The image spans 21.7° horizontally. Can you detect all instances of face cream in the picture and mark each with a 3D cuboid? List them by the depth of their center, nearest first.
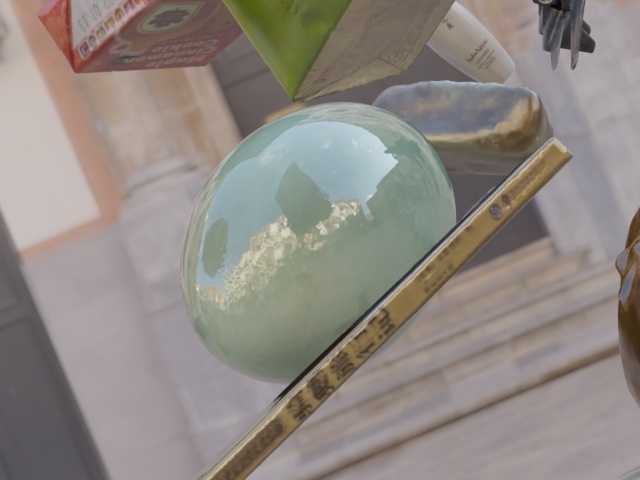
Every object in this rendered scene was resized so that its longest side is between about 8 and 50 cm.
[{"bbox_3d":[0.186,-0.282,2.291,0.072,0.182,0.051,-50,10,-1],"label":"face cream"}]

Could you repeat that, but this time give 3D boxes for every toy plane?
[{"bbox_3d":[0.293,-0.346,1.945,0.088,0.267,0.212,3,32,-2],"label":"toy plane"}]

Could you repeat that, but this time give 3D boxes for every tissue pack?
[{"bbox_3d":[-0.008,-0.300,1.516,0.167,0.274,0.200,-20,-23,-39],"label":"tissue pack"}]

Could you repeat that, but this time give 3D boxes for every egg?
[{"bbox_3d":[0.000,0.000,1.818,0.276,0.276,0.389,-23,20,39],"label":"egg"}]

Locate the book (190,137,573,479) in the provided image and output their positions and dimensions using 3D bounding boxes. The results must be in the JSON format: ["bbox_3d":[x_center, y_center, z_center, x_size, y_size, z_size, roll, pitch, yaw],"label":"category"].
[{"bbox_3d":[0.023,0.062,1.040,0.310,0.021,0.217,-44,-1,-6],"label":"book"}]

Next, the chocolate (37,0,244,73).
[{"bbox_3d":[-0.184,-0.295,2.034,0.237,0.108,0.235,-10,-15,-42],"label":"chocolate"}]

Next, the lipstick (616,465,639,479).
[{"bbox_3d":[0.339,0.234,1.634,0.186,0.063,0.057,-40,16,44],"label":"lipstick"}]

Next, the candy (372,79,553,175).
[{"bbox_3d":[0.180,-0.145,2.154,0.234,0.102,0.104,7,-19,23],"label":"candy"}]

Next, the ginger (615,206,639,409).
[{"bbox_3d":[0.261,0.073,0.805,0.223,0.269,0.200,-6,-2,-16],"label":"ginger"}]
